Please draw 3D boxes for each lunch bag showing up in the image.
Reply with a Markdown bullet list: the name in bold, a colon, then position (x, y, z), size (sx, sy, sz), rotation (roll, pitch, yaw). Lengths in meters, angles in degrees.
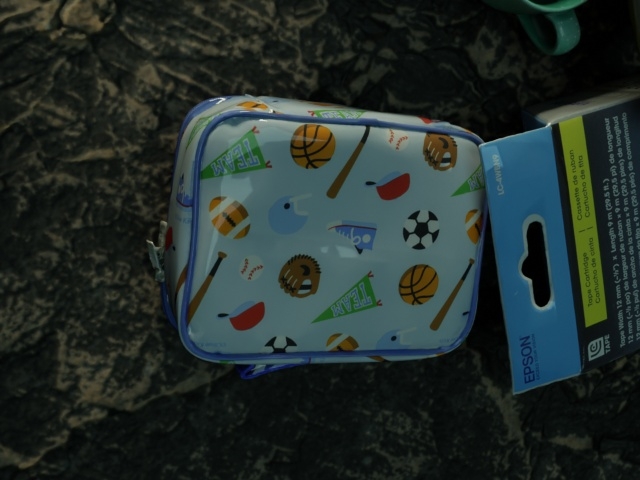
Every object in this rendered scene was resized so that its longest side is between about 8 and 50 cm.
- **lunch bag**: position (0.000, 0.000, 0.795), size (0.303, 0.115, 0.243), rotation (2, 103, -21)

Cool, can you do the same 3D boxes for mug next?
- **mug**: position (0.188, -0.262, 0.814), size (0.129, 0.097, 0.158), rotation (13, 97, -22)

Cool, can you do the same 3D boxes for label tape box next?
- **label tape box**: position (0.295, -0.026, 0.883), size (0.347, 0.115, 0.249), rotation (-18, 107, -18)

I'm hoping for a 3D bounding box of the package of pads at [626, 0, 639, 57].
- **package of pads**: position (0.305, -0.273, 0.735), size (0.101, 0.229, 0.297), rotation (-9, 132, 18)
